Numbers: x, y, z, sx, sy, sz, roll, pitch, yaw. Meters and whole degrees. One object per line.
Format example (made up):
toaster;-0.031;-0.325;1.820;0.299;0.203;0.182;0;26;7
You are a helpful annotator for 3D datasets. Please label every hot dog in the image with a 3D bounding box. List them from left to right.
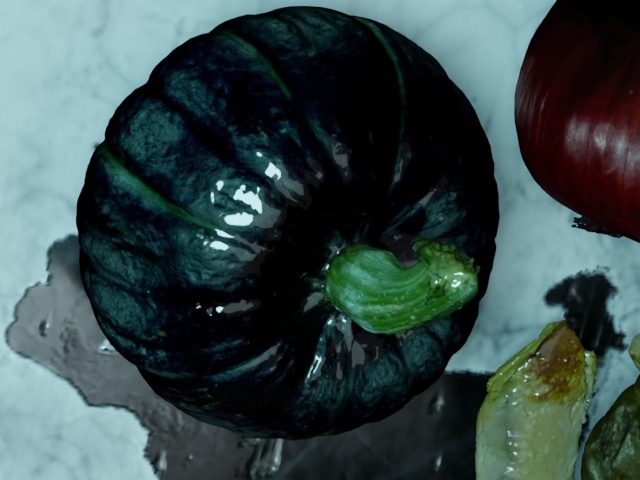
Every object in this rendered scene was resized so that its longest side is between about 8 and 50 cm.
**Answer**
hot dog;0.133;0.126;1.209;0.078;0.061;0.169;5;102;-21

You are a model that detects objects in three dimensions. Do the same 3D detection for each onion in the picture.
onion;0.251;-0.111;1.071;0.273;0.273;0.285;-7;117;-18

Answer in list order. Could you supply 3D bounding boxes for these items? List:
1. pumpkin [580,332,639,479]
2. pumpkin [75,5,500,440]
pumpkin;0.255;0.124;1.193;0.219;0.162;0.219;-36;158;-17
pumpkin;0.000;0.000;1.024;0.248;0.248;0.248;-5;106;-19
